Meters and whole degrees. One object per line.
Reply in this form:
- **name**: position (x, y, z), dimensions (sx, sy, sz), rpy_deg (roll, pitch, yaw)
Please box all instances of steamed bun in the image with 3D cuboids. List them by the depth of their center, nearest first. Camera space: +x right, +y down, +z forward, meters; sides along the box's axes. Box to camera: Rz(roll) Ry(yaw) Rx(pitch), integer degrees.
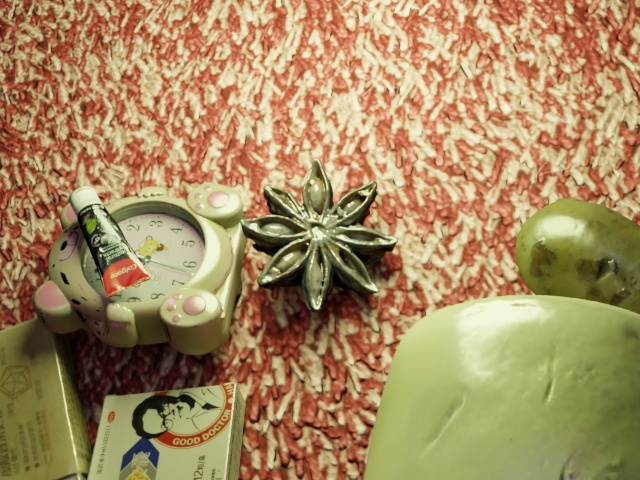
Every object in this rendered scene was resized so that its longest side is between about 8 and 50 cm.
- **steamed bun**: position (0.283, 0.261, 1.293), dimensions (0.456, 0.290, 0.371), rpy_deg (6, 54, 15)

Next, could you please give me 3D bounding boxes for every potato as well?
- **potato**: position (0.398, 0.034, 1.489), dimensions (0.262, 0.165, 0.165), rpy_deg (23, 71, 31)

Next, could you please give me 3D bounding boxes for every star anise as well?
- **star anise**: position (0.000, -0.001, 1.645), dimensions (0.223, 0.109, 0.236), rpy_deg (-19, 74, -1)

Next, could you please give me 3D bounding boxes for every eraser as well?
- **eraser**: position (-0.437, 0.291, 1.623), dimensions (0.144, 0.078, 0.343), rpy_deg (-21, 61, 3)

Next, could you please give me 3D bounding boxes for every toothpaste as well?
- **toothpaste**: position (-0.327, 0.000, 1.613), dimensions (0.071, 0.045, 0.193), rpy_deg (-24, 59, -14)

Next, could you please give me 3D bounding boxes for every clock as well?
- **clock**: position (-0.279, 0.041, 1.665), dimensions (0.310, 0.114, 0.284), rpy_deg (2, 55, 8)

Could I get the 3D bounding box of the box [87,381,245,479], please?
- **box**: position (-0.227, 0.369, 1.488), dimensions (0.214, 0.069, 0.353), rpy_deg (-7, 45, 11)
